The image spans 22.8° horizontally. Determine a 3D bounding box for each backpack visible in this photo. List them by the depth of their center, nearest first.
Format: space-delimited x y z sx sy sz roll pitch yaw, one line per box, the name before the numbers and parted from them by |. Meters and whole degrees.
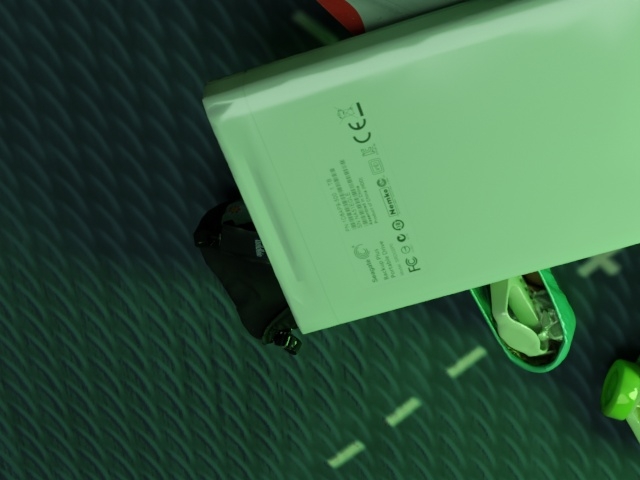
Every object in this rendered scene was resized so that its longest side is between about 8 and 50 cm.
backpack | 0.000 0.000 1.396 0.182 0.115 0.152 -19 123 22

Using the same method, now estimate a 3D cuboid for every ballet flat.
ballet flat | 0.160 0.023 1.411 0.083 0.087 0.247 -23 120 22

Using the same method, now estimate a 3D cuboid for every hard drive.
hard drive | 0.114 -0.070 1.250 0.353 0.047 0.233 -16 120 11

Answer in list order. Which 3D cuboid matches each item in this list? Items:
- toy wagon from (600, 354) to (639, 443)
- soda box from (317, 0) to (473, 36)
toy wagon | 0.426 0.099 1.441 0.267 0.068 0.344 17 128 -6
soda box | 0.049 -0.220 1.245 0.286 0.091 0.098 41 121 -21
